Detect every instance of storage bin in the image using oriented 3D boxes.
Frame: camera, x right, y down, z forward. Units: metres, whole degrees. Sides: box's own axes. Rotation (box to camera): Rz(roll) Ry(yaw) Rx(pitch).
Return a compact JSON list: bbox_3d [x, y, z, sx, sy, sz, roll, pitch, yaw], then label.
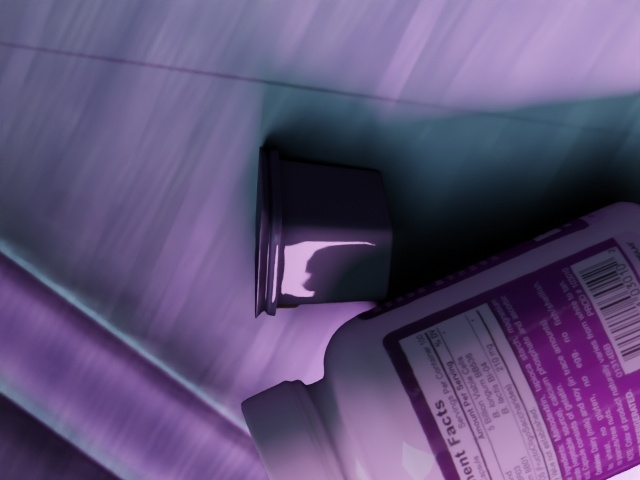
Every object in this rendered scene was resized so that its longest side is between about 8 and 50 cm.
[{"bbox_3d":[0.000,0.000,1.005,0.091,0.135,0.098,3,115,-3],"label":"storage bin"}]

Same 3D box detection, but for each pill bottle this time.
[{"bbox_3d":[0.107,0.105,0.965,0.302,0.169,0.169,-23,110,-3],"label":"pill bottle"}]
